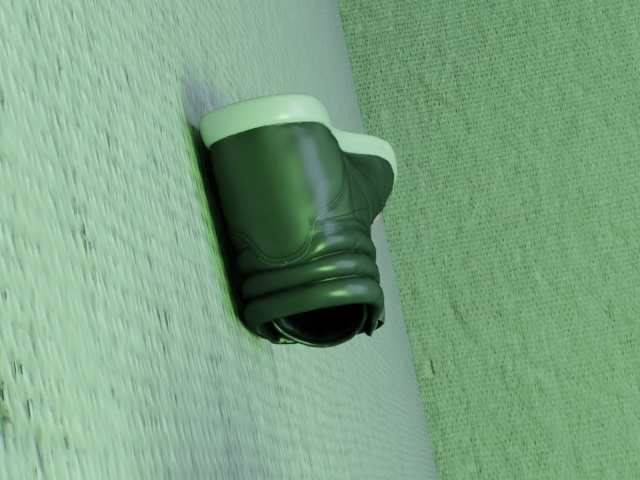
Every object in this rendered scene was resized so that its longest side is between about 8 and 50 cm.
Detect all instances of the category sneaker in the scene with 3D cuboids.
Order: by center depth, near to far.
[{"bbox_3d":[0.000,0.000,0.729,0.296,0.105,0.146,14,65,-76],"label":"sneaker"}]
